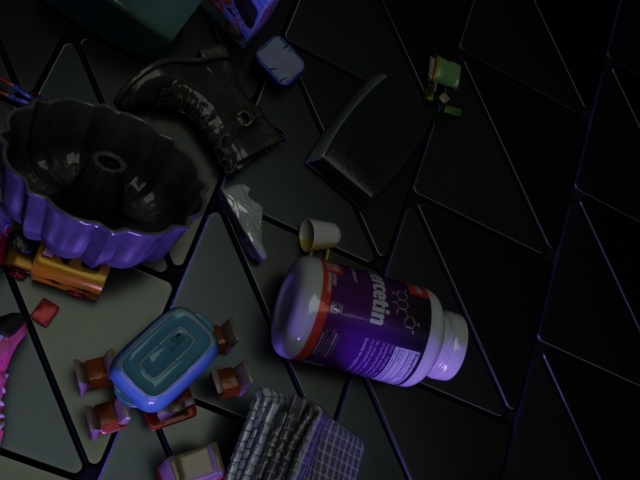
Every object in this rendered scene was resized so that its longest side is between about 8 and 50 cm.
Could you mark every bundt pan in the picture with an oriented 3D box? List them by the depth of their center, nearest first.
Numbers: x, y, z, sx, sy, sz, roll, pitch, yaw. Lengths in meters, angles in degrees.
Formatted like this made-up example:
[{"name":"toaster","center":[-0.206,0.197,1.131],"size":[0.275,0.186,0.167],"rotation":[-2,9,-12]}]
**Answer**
[{"name":"bundt pan","center":[-0.351,-0.079,1.228],"size":[0.331,0.124,0.331],"rotation":[23,32,-15]}]

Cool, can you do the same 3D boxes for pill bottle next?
[{"name":"pill bottle","center":[0.087,0.149,1.361],"size":[0.323,0.181,0.181],"rotation":[16,72,-16]}]

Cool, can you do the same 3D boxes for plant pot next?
[{"name":"plant pot","center":[-0.342,-0.440,1.364],"size":[0.234,0.165,0.165],"rotation":[37,68,-17]}]

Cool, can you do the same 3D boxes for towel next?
[{"name":"towel","center":[-0.037,0.401,1.237],"size":[0.235,0.121,0.284],"rotation":[44,58,-47]}]

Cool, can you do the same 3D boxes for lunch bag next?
[{"name":"lunch bag","center":[-0.082,-0.339,1.480],"size":[0.067,0.065,0.098],"rotation":[-42,95,-8]}]

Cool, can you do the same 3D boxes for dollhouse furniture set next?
[{"name":"dollhouse furniture set","center":[-0.244,0.277,1.262],"size":[0.262,0.135,0.259],"rotation":[-14,71,-22]},{"name":"dollhouse furniture set","center":[0.261,-0.320,1.602],"size":[0.076,0.058,0.152],"rotation":[13,73,-17]}]

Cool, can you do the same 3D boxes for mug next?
[{"name":"mug","center":[0.000,-0.004,1.441],"size":[0.064,0.078,0.062],"rotation":[0,45,-29]}]

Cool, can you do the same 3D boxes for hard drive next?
[{"name":"hard drive","center":[0.105,-0.199,1.519],"size":[0.172,0.054,0.255],"rotation":[40,68,-7]}]

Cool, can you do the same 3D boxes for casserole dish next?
[{"name":"casserole dish","center":[-0.240,0.179,1.209],"size":[0.114,0.037,0.188],"rotation":[44,60,5]}]

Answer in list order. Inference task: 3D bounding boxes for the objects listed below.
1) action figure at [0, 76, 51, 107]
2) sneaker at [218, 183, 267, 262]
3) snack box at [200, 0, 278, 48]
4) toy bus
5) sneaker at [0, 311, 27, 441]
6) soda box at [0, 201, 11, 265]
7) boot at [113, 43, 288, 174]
[{"name":"action figure","center":[-0.495,-0.238,1.325],"size":[0.115,0.030,0.038],"rotation":[27,75,-17]},{"name":"sneaker","center":[-0.126,-0.035,1.398],"size":[0.061,0.053,0.152],"rotation":[-24,86,-26]},{"name":"snack box","center":[-0.215,-0.517,1.407],"size":[0.322,0.187,0.060],"rotation":[44,67,-5]},{"name":"toy bus","center":[-0.426,0.020,1.247],"size":[0.202,0.104,0.191],"rotation":[-27,87,-24]},{"name":"sneaker","center":[-0.527,0.256,1.171],"size":[0.136,0.116,0.314],"rotation":[43,65,-28]},{"name":"soda box","center":[-0.612,-0.024,1.167],"size":[0.263,0.083,0.092],"rotation":[5,74,-2]},{"name":"boot","center":[-0.208,-0.218,1.391],"size":[0.263,0.091,0.229],"rotation":[-28,87,-25]}]
